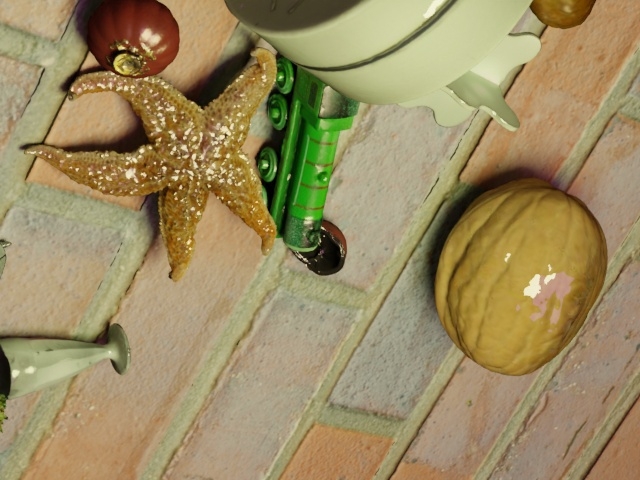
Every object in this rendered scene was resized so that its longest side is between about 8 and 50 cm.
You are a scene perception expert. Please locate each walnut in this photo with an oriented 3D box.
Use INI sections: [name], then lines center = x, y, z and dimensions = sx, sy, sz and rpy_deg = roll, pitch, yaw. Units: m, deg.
[walnut]
center = 0.258, 0.049, 2.163
dimensions = 0.225, 0.225, 0.261
rpy_deg = 7, 116, -35

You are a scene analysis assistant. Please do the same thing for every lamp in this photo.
[lamp]
center = -0.198, -0.218, 1.784
dimensions = 0.101, 0.090, 0.101
rpy_deg = 4, 143, 3

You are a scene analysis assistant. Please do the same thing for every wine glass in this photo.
[wine glass]
center = -0.307, 0.139, 1.980
dimensions = 0.155, 0.073, 0.073
rpy_deg = -10, 125, -31

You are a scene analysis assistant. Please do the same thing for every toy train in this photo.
[toy train]
center = -0.018, -0.104, 1.956
dimensions = 0.085, 0.119, 0.251
rpy_deg = -6, 122, -30

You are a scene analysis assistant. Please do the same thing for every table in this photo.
[table]
center = 0.147, -0.210, 1.954
dimensions = 0.198, 0.166, 0.166
rpy_deg = 21, 108, -40

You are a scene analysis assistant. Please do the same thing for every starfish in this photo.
[starfish]
center = -0.156, -0.079, 1.891
dimensions = 0.299, 0.060, 0.302
rpy_deg = -26, 120, -7

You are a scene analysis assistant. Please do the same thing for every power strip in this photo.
[power strip]
center = 0.057, -0.314, 1.717
dimensions = 0.161, 0.357, 0.357
rpy_deg = 31, 101, -41

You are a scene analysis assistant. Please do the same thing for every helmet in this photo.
[helmet]
center = -0.001, -0.002, 2.083
dimensions = 0.065, 0.049, 0.084
rpy_deg = -27, 113, 33

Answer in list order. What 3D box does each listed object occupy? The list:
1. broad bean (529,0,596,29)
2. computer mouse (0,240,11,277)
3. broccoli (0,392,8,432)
[broad bean]
center = 0.281, -0.356, 1.966
dimensions = 0.122, 0.156, 0.228
rpy_deg = 5, 137, 15
[computer mouse]
center = -0.439, 0.053, 1.836
dimensions = 0.229, 0.068, 0.113
rpy_deg = -21, 131, -18
[broccoli]
center = -0.440, 0.253, 1.891
dimensions = 0.220, 0.194, 0.194
rpy_deg = -39, 133, 5
